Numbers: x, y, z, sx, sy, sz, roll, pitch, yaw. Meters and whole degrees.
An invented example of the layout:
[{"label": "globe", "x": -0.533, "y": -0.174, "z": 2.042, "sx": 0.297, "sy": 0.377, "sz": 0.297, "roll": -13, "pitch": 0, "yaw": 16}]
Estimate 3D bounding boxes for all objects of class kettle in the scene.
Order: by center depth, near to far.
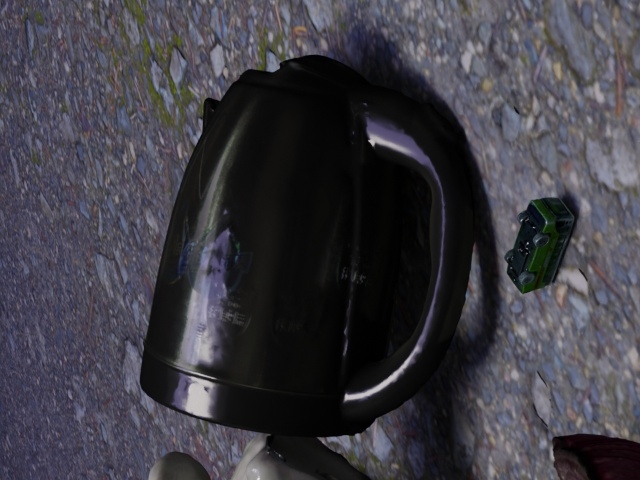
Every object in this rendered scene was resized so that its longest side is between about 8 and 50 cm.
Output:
[{"label": "kettle", "x": 0.000, "y": 0.000, "z": 1.383, "sx": 0.321, "sy": 0.228, "sz": 0.324, "roll": 15, "pitch": 100, "yaw": 40}]

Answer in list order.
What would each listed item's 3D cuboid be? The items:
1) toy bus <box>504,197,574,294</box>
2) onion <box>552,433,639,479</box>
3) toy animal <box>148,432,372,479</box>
[{"label": "toy bus", "x": 0.169, "y": 0.003, "z": 1.196, "sx": 0.031, "sy": 0.037, "sz": 0.083, "roll": 59, "pitch": 151, "yaw": 36}, {"label": "onion", "x": 0.255, "y": 0.236, "z": 1.065, "sx": 0.247, "sy": 0.111, "sz": 0.250, "roll": -124, "pitch": 9, "yaw": -88}, {"label": "toy animal", "x": -0.065, "y": 0.290, "z": 1.418, "sx": 0.249, "sy": 0.289, "sz": 0.174, "roll": 56, "pitch": 175, "yaw": -25}]
